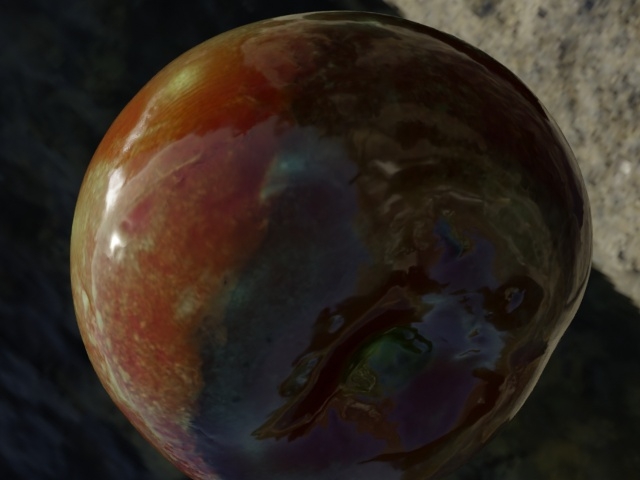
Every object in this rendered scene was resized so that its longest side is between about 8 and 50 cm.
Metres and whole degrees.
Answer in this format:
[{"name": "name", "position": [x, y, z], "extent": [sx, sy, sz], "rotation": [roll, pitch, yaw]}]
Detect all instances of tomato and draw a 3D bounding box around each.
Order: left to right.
[{"name": "tomato", "position": [0.000, 0.000, 0.785], "extent": [0.223, 0.270, 0.270], "rotation": [-123, 24, -43]}]
